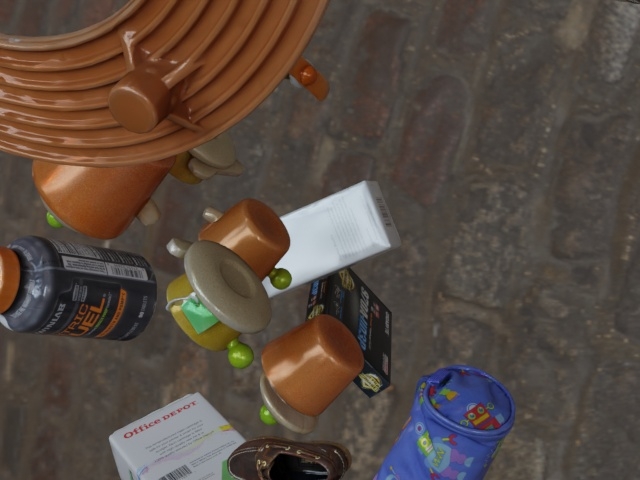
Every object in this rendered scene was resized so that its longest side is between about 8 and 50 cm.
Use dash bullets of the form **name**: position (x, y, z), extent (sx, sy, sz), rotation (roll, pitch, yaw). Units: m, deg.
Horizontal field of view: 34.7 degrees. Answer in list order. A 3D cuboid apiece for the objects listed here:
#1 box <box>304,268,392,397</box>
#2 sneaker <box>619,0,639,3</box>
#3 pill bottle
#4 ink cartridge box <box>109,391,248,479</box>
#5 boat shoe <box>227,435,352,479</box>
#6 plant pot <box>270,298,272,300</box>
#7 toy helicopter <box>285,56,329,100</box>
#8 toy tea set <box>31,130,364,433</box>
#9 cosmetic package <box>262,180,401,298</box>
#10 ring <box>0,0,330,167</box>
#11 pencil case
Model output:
- **box**: position (0.052, 0.143, 1.782), extent (0.051, 0.175, 0.220), rotation (-35, 21, 22)
- **sneaker**: position (0.258, -0.355, 1.082), extent (0.257, 0.447, 0.169), rotation (-2, 123, 26)
- **pill bottle**: position (-0.351, 0.064, 1.379), extent (0.130, 0.245, 0.130), rotation (-8, 77, 39)
- **ink cartridge box**: position (-0.239, 0.430, 1.905), extent (0.278, 0.201, 0.117), rotation (33, 139, 48)
- **boat shoe**: position (-0.058, 0.334, 1.524), extent (0.207, 0.073, 0.073), rotation (-11, 97, 29)
- **plant pot**: position (-0.137, 0.109, 1.750), extent (0.083, 0.083, 0.079), rotation (45, 112, 35)
- **toy helicopter**: position (-0.116, -0.350, 2.103), extent (0.235, 0.355, 0.140), rotation (16, 105, 12)
- **toy tea set**: position (-0.111, 0.023, 0.861), extent (0.124, 0.200, 0.336), rotation (-40, 72, 23)
- **cosmetic package**: position (0.000, 0.000, 1.638), extent (0.231, 0.085, 0.117), rotation (-22, 85, 17)
- **ring**: position (-0.144, -0.161, 0.342), extent (0.336, 0.032, 0.337), rotation (17, 134, 18)
- **pencil case**: position (0.134, 0.294, 1.295), extent (0.133, 0.119, 0.306), rotation (33, 125, 17)
